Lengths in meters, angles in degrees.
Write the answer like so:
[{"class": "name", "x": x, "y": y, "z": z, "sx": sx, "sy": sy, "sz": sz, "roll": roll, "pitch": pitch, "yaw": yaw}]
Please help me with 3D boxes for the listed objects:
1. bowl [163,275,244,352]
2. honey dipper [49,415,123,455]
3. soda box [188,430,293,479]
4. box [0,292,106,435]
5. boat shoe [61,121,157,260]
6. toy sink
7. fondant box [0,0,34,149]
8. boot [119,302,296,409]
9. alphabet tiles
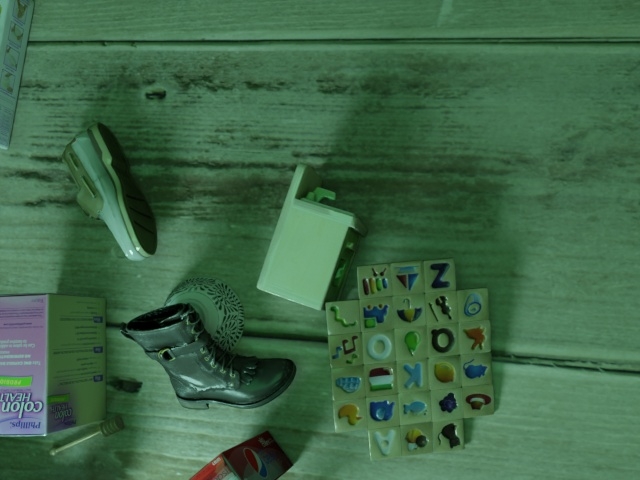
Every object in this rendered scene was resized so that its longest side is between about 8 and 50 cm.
[{"class": "bowl", "x": -0.236, "y": 0.149, "z": 1.393, "sx": 0.170, "sy": 0.080, "sz": 0.170, "roll": -2, "pitch": 83, "yaw": 12}, {"class": "honey dipper", "x": -0.457, "y": 0.385, "z": 1.438, "sx": 0.160, "sy": 0.030, "sz": 0.030, "roll": -26, "pitch": 79, "yaw": 11}, {"class": "soda box", "x": -0.132, "y": 0.395, "z": 1.249, "sx": 0.092, "sy": 0.263, "sz": 0.083, "roll": -41, "pitch": 78, "yaw": 4}, {"class": "box", "x": -0.498, "y": 0.223, "z": 1.368, "sx": 0.117, "sy": 0.213, "sz": 0.243, "roll": -4, "pitch": 83, "yaw": 11}, {"class": "boat shoe", "x": -0.412, "y": -0.081, "z": 1.446, "sx": 0.103, "sy": 0.113, "sz": 0.302, "roll": -29, "pitch": 68, "yaw": 8}, {"class": "toy sink", "x": 0.000, "y": 0.000, "z": 1.327, "sx": 0.131, "sy": 0.153, "sz": 0.234, "roll": 18, "pitch": 86, "yaw": 13}, {"class": "fondant box", "x": -0.753, "y": -0.369, "z": 1.549, "sx": 0.238, "sy": 0.096, "sz": 0.330, "roll": 7, "pitch": 86, "yaw": 12}, {"class": "boot", "x": -0.195, "y": 0.198, "z": 1.306, "sx": 0.262, "sy": 0.229, "sz": 0.091, "roll": -13, "pitch": 38, "yaw": 11}, {"class": "alphabet tiles", "x": 0.157, "y": 0.205, "z": 1.274, "sx": 0.285, "sy": 0.011, "sz": 0.343, "roll": -5, "pitch": 97, "yaw": -8}]
